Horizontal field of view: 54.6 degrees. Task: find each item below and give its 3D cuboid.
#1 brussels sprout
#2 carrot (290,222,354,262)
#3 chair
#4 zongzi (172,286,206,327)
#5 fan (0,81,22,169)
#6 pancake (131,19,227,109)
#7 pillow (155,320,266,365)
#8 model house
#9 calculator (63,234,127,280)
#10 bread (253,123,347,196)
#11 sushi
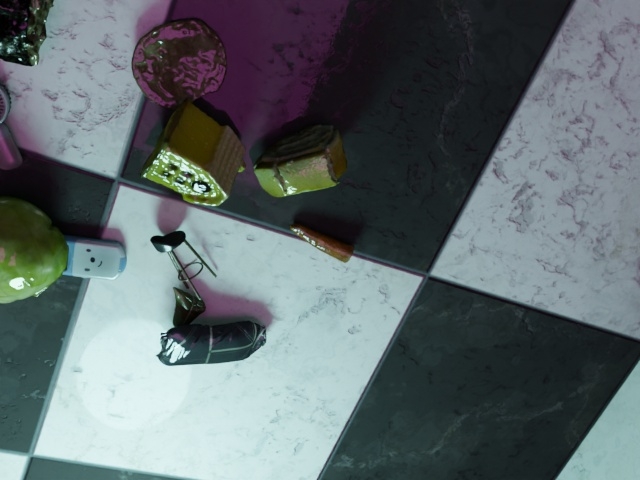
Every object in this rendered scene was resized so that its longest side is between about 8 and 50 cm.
[{"bbox_3d":[-0.818,0.020,1.586,0.317,0.242,0.273,-5,133,-3],"label":"brussels sprout"},{"bbox_3d":[0.000,0.000,1.857,0.210,0.061,0.061,26,108,-18],"label":"carrot"},{"bbox_3d":[-0.389,0.056,1.778,0.095,0.104,0.221,-43,125,-20],"label":"chair"},{"bbox_3d":[-0.436,0.211,1.850,0.154,0.062,0.130,-41,130,16],"label":"zongzi"},{"bbox_3d":[-0.805,-0.288,1.521,0.130,0.074,0.244,-17,118,-5],"label":"fan"},{"bbox_3d":[-0.353,-0.443,1.566,0.222,0.042,0.236,39,99,-25],"label":"pancake"},{"bbox_3d":[-0.327,0.313,1.889,0.335,0.092,0.161,3,132,-27],"label":"pillow"},{"bbox_3d":[-0.301,-0.211,1.578,0.234,0.193,0.175,27,139,-19],"label":"model house"},{"bbox_3d":[-0.652,0.049,1.739,0.210,0.039,0.121,9,112,-16],"label":"calculator"},{"bbox_3d":[-0.055,-0.207,1.669,0.257,0.186,0.124,-19,122,6],"label":"bread"},{"bbox_3d":[-0.665,-0.564,1.345,0.171,0.211,0.350,13,103,-11],"label":"sushi"}]
